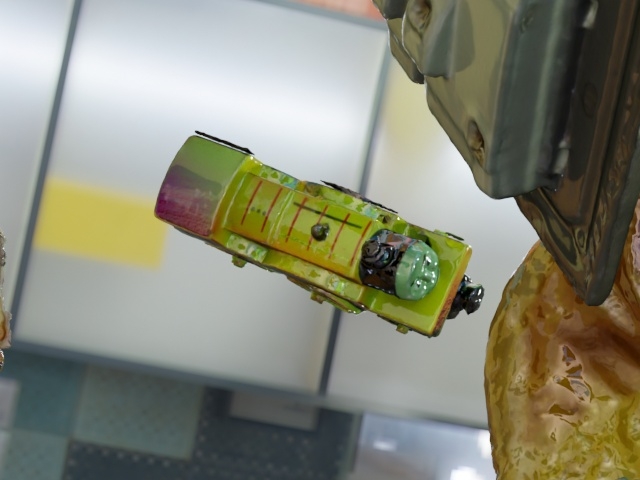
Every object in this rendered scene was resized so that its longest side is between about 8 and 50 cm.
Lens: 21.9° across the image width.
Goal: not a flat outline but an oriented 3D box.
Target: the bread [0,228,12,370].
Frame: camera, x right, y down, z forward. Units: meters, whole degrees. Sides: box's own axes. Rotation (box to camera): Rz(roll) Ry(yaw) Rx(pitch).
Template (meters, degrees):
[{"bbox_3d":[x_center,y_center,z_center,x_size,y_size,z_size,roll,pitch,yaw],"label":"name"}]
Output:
[{"bbox_3d":[-0.327,0.079,1.211,0.178,0.135,0.240,-14,-110,36],"label":"bread"}]

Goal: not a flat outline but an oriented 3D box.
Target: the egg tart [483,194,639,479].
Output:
[{"bbox_3d":[0.313,0.103,1.107,0.443,0.178,0.443,-24,-127,37],"label":"egg tart"}]

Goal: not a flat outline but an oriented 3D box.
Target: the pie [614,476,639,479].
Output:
[{"bbox_3d":[0.174,0.256,0.797,0.066,0.302,0.303,-19,-130,31],"label":"pie"}]

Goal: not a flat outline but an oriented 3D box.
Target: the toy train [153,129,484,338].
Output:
[{"bbox_3d":[0.000,0.000,1.461,0.160,0.296,0.101,32,80,-60],"label":"toy train"}]

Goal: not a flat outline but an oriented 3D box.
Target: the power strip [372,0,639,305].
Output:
[{"bbox_3d":[0.095,-0.125,0.904,0.251,0.092,0.257,101,-29,-42],"label":"power strip"}]
